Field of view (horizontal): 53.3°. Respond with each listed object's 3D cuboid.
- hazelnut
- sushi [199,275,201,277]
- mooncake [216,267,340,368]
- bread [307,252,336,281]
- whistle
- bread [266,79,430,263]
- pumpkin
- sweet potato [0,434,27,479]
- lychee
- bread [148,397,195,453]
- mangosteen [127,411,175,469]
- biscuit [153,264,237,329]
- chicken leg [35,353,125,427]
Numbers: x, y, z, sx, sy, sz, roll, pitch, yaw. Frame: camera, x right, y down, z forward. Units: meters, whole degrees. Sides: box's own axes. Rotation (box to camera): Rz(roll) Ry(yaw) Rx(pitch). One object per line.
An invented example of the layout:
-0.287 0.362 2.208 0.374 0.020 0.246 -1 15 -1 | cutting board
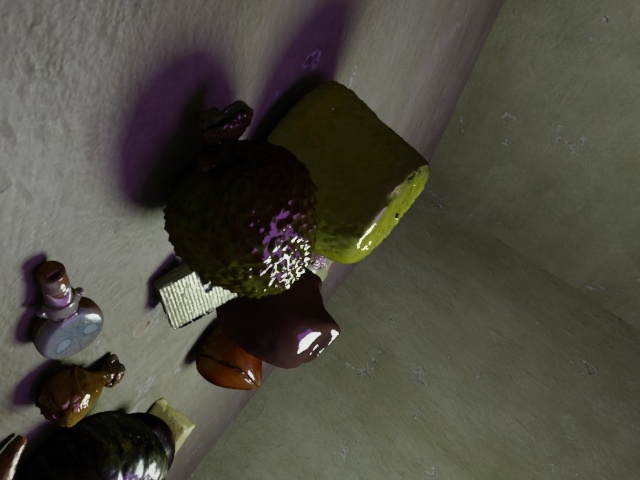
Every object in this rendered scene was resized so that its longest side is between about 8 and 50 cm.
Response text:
-0.242 0.337 1.801 0.208 0.208 0.208 -52 168 -15 | hazelnut
-0.209 0.040 1.400 0.090 0.078 0.150 -22 147 -59 | sushi
-0.106 0.163 1.569 0.334 0.326 0.174 14 116 -54 | mooncake
0.000 0.000 1.954 0.338 0.155 0.187 -54 164 -6 | bread
-0.381 0.106 0.942 0.107 0.057 0.220 -32 154 -29 | whistle
0.040 -0.128 1.356 0.348 0.308 0.348 -53 172 -10 | bread
-0.460 0.501 1.283 0.320 0.192 0.320 -25 129 -35 | pumpkin
-0.595 0.474 1.076 0.314 0.072 0.066 -56 -177 -5 | sweet potato
-0.124 -0.047 1.049 0.270 0.270 0.320 -55 133 -3 | lychee
-0.448 0.549 1.758 0.188 0.125 0.068 -56 168 2 | bread
-0.457 0.515 1.538 0.230 0.194 0.194 -31 -170 47 | mangosteen
-0.217 0.077 1.314 0.250 0.046 0.147 -29 142 -19 | biscuit
-0.422 0.264 1.161 0.107 0.087 0.251 -45 176 8 | chicken leg
